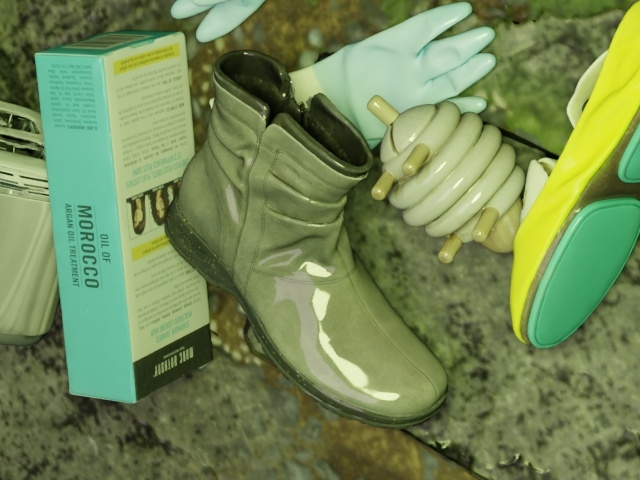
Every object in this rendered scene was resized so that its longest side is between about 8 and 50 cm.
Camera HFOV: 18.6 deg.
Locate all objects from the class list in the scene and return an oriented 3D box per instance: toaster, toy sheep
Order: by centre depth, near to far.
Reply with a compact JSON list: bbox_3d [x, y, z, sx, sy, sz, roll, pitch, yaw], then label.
[{"bbox_3d":[0.079,-0.042,1.224,0.132,0.091,0.091,46,126,-11],"label":"toy sheep"},{"bbox_3d":[-0.273,-0.023,1.395,0.146,0.227,0.129,-65,31,22],"label":"toaster"}]

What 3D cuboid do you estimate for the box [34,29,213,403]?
[{"bbox_3d":[-0.135,-0.019,1.366,0.060,0.100,0.244,5,107,30],"label":"box"}]

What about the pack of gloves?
[{"bbox_3d":[-0.005,-0.142,1.278,0.232,0.046,0.195,-21,92,36],"label":"pack of gloves"}]

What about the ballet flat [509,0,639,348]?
[{"bbox_3d":[0.167,-0.044,1.188,0.077,0.077,0.231,48,124,37],"label":"ballet flat"}]

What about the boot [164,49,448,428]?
[{"bbox_3d":[0.000,0.000,1.271,0.246,0.083,0.161,42,138,16],"label":"boot"}]
